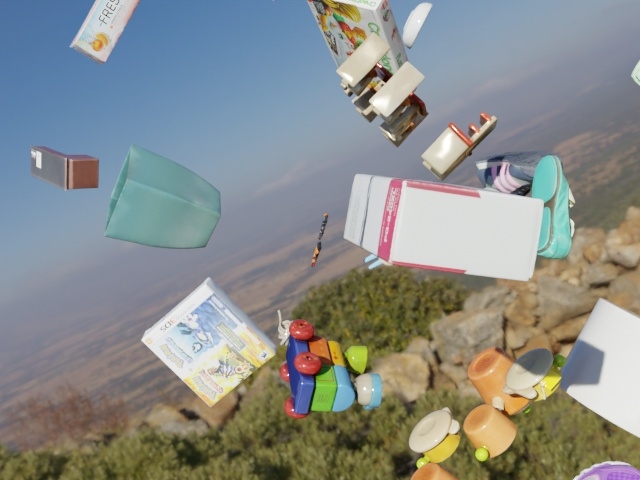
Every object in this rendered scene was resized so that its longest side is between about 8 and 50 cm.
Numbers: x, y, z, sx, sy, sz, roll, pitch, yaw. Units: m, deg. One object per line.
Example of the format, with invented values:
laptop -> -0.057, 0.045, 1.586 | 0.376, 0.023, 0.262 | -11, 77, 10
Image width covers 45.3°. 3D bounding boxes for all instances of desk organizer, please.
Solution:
desk organizer -> -0.375, -0.107, 1.118 | 0.050, 0.047, 0.130 | -7, 18, -41

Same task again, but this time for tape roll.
tape roll -> 0.549, 0.226, 1.301 | 0.246, 0.246, 0.169 | -69, 5, -83

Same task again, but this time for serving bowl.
serving bowl -> 0.163, -0.374, 1.321 | 0.083, 0.027, 0.083 | -62, -1, -1

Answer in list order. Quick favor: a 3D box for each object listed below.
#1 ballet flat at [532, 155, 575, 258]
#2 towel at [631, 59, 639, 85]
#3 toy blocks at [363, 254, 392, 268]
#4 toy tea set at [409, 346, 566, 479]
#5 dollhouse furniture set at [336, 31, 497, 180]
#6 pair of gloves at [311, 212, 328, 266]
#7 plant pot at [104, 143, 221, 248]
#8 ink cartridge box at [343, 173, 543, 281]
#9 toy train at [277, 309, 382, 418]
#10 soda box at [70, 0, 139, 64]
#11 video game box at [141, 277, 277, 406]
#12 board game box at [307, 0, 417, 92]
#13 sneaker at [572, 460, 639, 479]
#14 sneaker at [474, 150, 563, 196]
ballet flat -> 0.504, -0.065, 1.649 | 0.083, 0.087, 0.247 | -33, 39, 52
towel -> 0.556, -0.311, 1.062 | 0.038, 0.325, 0.248 | 0, 42, -12
toy blocks -> 0.130, -0.021, 1.375 | 0.054, 0.123, 0.148 | 15, -36, -44
toy tea set -> 0.265, 0.315, 1.235 | 0.336, 0.124, 0.200 | -45, 13, -10
dollhouse furniture set -> 0.169, -0.242, 1.357 | 0.135, 0.259, 0.262 | -47, -10, 4
pair of gloves -> 0.000, 0.000, 1.258 | 0.010, 0.083, 0.074 | 15, 18, 0
plant pot -> -0.360, -0.084, 1.793 | 0.165, 0.234, 0.166 | -59, 25, 30
ink cartridge box -> 0.090, -0.015, 0.608 | 0.109, 0.063, 0.150 | 6, 6, -12
toy train -> 0.011, 0.183, 1.244 | 0.143, 0.105, 0.248 | 7, 26, -12
soda box -> -0.347, -0.389, 1.284 | 0.183, 0.058, 0.063 | -62, 26, -6
video game box -> -0.224, 0.208, 1.550 | 0.187, 0.205, 0.048 | -40, 12, 16
board game box -> 0.098, -0.453, 1.748 | 0.193, 0.305, 0.053 | 23, 72, 31
sneaker -> 0.359, 0.387, 1.050 | 0.236, 0.095, 0.104 | -25, -9, -11
sneaker -> 0.503, -0.150, 1.909 | 0.112, 0.131, 0.319 | -18, 12, -13
